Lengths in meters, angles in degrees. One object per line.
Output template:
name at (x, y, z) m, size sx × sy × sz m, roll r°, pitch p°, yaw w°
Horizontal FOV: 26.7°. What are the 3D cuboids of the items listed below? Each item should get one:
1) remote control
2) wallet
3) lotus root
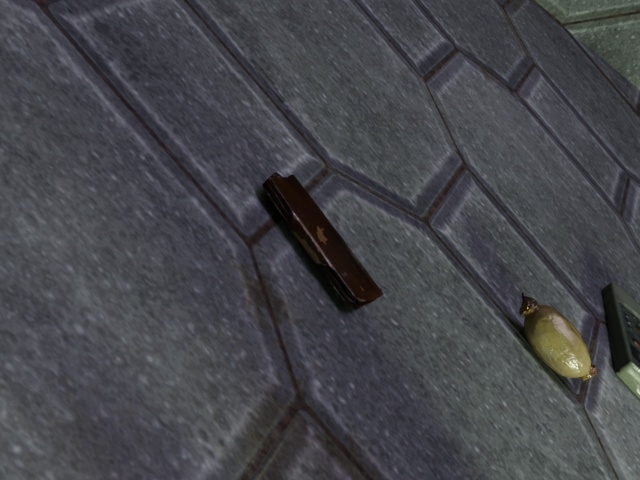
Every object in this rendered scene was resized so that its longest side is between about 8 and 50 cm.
remote control at (0.514, 0.168, 2.177) m, size 0.123 × 0.038 × 0.285 m, roll 44°, pitch 23°, yaw -13°
wallet at (0.000, 0.000, 1.513) m, size 0.176 × 0.026 × 0.095 m, roll 54°, pitch 17°, yaw 7°
lotus root at (0.319, 0.135, 1.841) m, size 0.150 × 0.062 × 0.073 m, roll 49°, pitch 16°, yaw -4°
